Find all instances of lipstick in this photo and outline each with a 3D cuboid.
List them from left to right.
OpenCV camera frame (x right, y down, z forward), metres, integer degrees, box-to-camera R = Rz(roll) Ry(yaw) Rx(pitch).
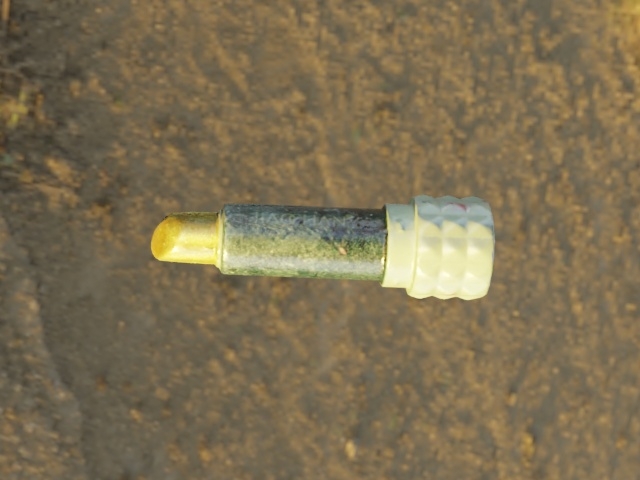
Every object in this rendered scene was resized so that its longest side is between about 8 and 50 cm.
[{"bbox_3d":[0.000,0.000,0.469,0.037,0.116,0.037,-177,-90,-84],"label":"lipstick"}]
